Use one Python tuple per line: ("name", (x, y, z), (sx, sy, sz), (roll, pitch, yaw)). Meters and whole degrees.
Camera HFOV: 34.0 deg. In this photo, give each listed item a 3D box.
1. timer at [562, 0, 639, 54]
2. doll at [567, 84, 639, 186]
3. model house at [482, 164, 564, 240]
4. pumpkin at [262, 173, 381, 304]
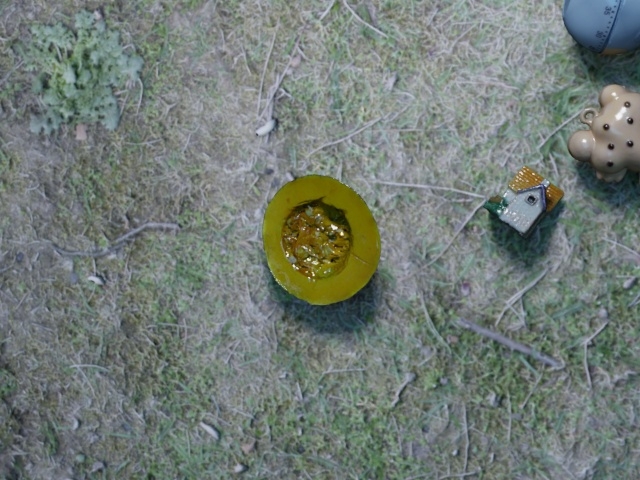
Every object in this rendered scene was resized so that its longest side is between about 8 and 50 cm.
("timer", (0.494, -0.346, 1.634), (0.255, 0.175, 0.175), (27, 96, -17))
("doll", (0.516, -0.117, 1.634), (0.154, 0.119, 0.278), (-44, 90, 10))
("model house", (0.325, -0.065, 1.677), (0.087, 0.100, 0.100), (40, 97, 13))
("pumpkin", (0.010, -0.008, 1.760), (0.217, 0.110, 0.218), (4, 102, 19))
